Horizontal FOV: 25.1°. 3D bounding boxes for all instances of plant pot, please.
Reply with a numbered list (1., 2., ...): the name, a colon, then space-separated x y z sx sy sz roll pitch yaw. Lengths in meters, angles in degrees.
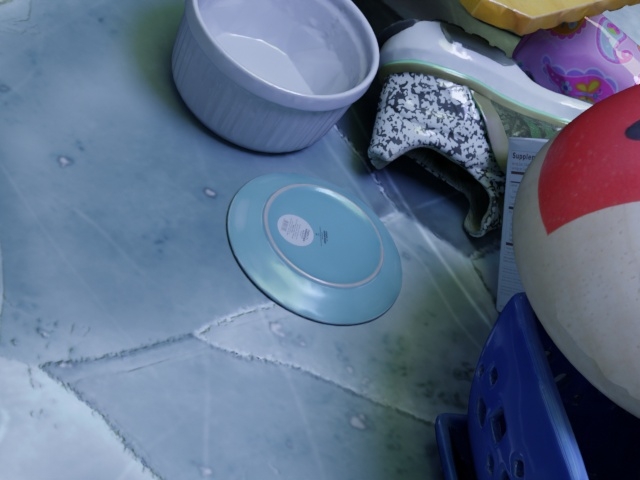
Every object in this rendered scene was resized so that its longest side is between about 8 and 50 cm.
1. plant pot: 0.236 0.206 1.211 0.236 0.212 0.236 10 47 -24

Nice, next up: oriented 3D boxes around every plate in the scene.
1. plate: 0.000 0.000 1.395 0.188 0.024 0.188 17 46 -18

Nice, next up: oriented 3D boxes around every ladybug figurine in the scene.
1. ladybug figurine: 0.323 -0.016 1.199 0.305 0.162 0.449 26 34 0

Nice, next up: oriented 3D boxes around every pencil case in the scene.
1. pencil case: 0.358 -0.169 1.697 0.284 0.124 0.124 42 43 11

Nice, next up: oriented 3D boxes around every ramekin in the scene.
1. ramekin: -0.054 -0.186 1.469 0.207 0.109 0.207 17 45 -18

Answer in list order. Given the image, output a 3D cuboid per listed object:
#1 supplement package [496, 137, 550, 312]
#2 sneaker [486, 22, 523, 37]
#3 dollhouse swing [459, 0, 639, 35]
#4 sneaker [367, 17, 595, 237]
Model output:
1. supplement package: 0.251 -0.010 1.430 0.105 0.105 0.179 1 95 -30
2. sneaker: 0.287 -0.292 1.789 0.192 0.086 0.064 16 45 -18
3. dollhouse swing: 0.142 -0.321 1.620 0.347 0.315 0.305 -20 81 -40
4. sneaker: 0.216 -0.069 1.544 0.410 0.158 0.182 25 74 -11
